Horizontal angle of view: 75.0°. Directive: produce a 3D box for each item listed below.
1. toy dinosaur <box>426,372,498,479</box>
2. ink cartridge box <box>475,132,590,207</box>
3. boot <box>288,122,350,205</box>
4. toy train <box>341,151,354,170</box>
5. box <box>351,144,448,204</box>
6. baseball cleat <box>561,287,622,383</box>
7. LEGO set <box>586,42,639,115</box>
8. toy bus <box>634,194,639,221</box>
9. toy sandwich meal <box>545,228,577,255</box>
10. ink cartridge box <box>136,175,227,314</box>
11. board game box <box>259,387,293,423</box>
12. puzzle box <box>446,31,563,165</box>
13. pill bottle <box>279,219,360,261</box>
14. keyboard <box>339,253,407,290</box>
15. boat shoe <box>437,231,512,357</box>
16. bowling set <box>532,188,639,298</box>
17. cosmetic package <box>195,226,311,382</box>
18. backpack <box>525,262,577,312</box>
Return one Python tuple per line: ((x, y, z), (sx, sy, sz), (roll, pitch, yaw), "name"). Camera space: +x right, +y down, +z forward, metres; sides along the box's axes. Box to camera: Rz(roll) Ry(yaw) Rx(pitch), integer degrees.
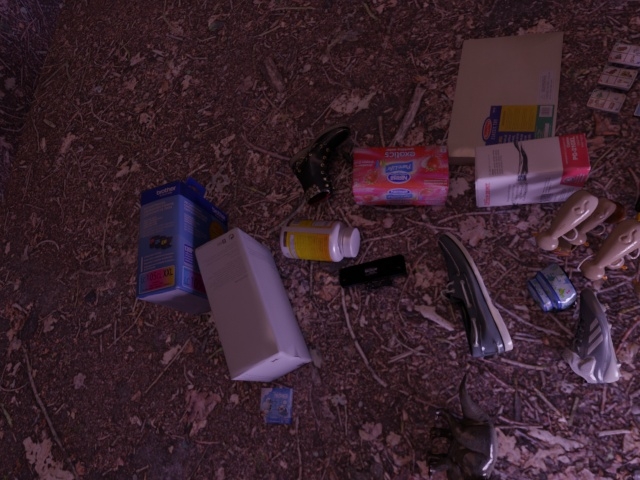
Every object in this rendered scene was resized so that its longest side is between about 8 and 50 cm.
((0.325, 0.463, 0.924), (0.161, 0.121, 0.313), (9, 70, 12), "toy dinosaur")
((0.509, -0.165, 1.033), (0.237, 0.172, 0.100), (-3, 69, 21), "ink cartridge box")
((0.019, -0.233, 1.294), (0.236, 0.085, 0.178), (-32, 63, 26), "boot")
((0.114, -0.218, 1.289), (0.027, 0.036, 0.158), (-33, 65, -1), "toy train")
((0.221, -0.178, 1.161), (0.257, 0.122, 0.128), (2, 72, 12), "box")
((0.571, 0.211, 0.900), (0.110, 0.072, 0.205), (-16, 85, 18), "baseball cleat")
((0.851, -0.392, 1.068), (0.244, 0.060, 0.182), (25, 94, 29), "LEGO set")
((0.802, -0.138, 0.887), (0.150, 0.211, 0.220), (24, 80, 29), "toy bus")
((0.589, -0.004, 1.022), (0.086, 0.029, 0.085), (-7, 68, 19), "toy sandwich meal")
((-0.411, 0.002, 1.282), (0.151, 0.270, 0.395), (-15, 66, 14), "ink cartridge box")
((-0.121, 0.451, 1.141), (0.090, 0.020, 0.090), (-6, 67, 20), "board game box")
((0.520, -0.400, 1.185), (0.272, 0.052, 0.408), (7, 74, 23), "puzzle box")
((0.000, 0.000, 1.206), (0.215, 0.117, 0.117), (4, 72, 23), "pill bottle")
((0.146, 0.103, 1.166), (0.192, 0.038, 0.100), (-15, 43, 17), "keyboard")
((0.349, 0.128, 1.022), (0.099, 0.116, 0.319), (-24, 69, 8), "boat shoe")
((0.651, 0.004, 0.947), (0.287, 0.200, 0.154), (39, 120, 16), "bowling set")
((-0.187, 0.182, 1.160), (0.156, 0.217, 0.384), (-28, 61, 10), "cosmetic package")
((0.529, 0.113, 0.955), (0.084, 0.114, 0.105), (-28, 64, 10), "backpack")
